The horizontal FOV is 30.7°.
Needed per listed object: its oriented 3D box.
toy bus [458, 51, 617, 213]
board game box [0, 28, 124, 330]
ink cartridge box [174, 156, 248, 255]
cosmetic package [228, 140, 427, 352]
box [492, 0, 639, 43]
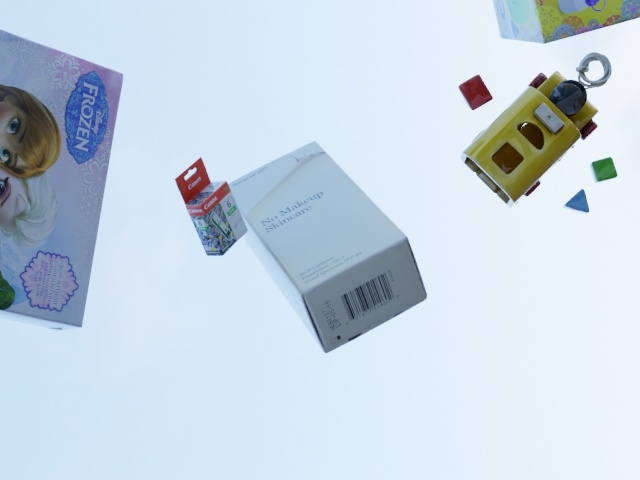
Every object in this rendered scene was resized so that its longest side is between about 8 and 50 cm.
[{"bbox_3d":[0.264,-0.135,1.398,0.104,0.190,0.202,41,-132,-84],"label":"toy bus"},{"bbox_3d":[-0.394,-0.084,1.303,0.318,0.066,0.319,16,-106,-36],"label":"board game box"},{"bbox_3d":[-0.139,-0.044,1.489,0.063,0.029,0.115,-47,-54,-43],"label":"ink cartridge box"},{"bbox_3d":[0.000,0.000,1.577,0.160,0.309,0.113,-28,-53,-9],"label":"cosmetic package"},{"bbox_3d":[0.348,-0.458,1.728,0.177,0.279,0.290,-15,-78,-1],"label":"box"}]
